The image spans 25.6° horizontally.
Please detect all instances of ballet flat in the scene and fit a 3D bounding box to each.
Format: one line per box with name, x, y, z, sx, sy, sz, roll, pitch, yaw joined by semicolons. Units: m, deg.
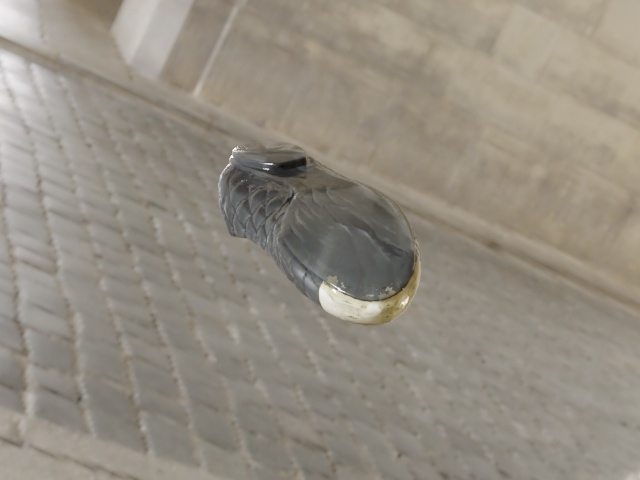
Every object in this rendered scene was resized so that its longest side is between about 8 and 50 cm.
ballet flat;0.000;0.000;0.605;0.057;0.049;0.173;-10;23;-17
